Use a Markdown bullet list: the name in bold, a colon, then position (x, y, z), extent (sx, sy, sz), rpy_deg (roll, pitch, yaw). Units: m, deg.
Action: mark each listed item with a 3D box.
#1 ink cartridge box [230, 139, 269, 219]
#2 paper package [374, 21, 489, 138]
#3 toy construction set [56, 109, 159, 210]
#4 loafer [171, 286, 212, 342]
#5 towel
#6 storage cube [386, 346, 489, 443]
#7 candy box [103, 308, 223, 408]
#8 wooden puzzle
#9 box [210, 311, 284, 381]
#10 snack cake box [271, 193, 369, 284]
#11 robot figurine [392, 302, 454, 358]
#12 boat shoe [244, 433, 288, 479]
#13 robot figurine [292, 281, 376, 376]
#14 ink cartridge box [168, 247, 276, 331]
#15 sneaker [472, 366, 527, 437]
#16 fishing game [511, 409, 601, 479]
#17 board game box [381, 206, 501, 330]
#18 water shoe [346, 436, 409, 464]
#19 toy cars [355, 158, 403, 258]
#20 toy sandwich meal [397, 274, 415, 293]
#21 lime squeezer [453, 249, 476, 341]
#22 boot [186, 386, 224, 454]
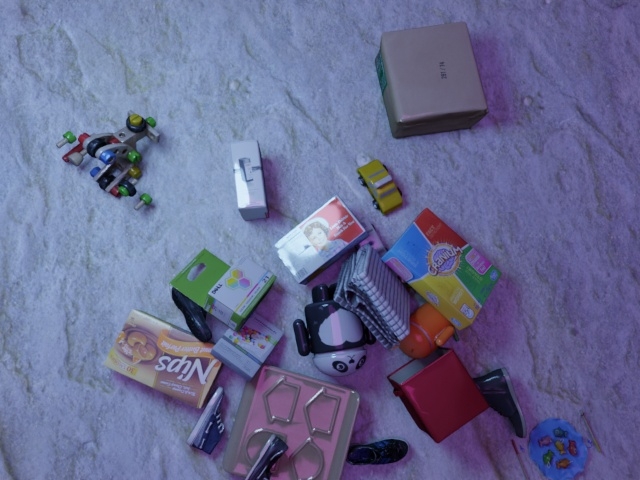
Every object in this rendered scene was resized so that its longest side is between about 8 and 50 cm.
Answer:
- **ink cartridge box**: position (-0.223, -0.189, 1.478), extent (0.092, 0.158, 0.217), rpy_deg (-6, 80, -4)
- **paper package**: position (0.364, -0.534, 1.571), extent (0.310, 0.168, 0.324), rpy_deg (-9, 81, -5)
- **toy construction set**: position (-0.645, -0.299, 1.476), extent (0.309, 0.257, 0.237), rpy_deg (23, 59, 24)
- **loafer**: position (-0.377, 0.212, 1.407), extent (0.078, 0.076, 0.223), rpy_deg (-17, 50, -34)
- **towel**: position (0.157, 0.160, 1.356), extent (0.121, 0.283, 0.235), rpy_deg (-35, 101, 19)
- **storage cube**: position (0.339, 0.448, 1.381), extent (0.215, 0.183, 0.193), rpy_deg (-32, 84, -9)
- **candy box**: position (-0.456, 0.353, 1.400), extent (0.317, 0.087, 0.182), rpy_deg (24, 78, 0)
- **wooden puzzle**: position (-0.084, 0.564, 1.393), extent (0.348, 0.080, 0.322), rpy_deg (15, 79, 5)
- **box**: position (-0.217, 0.309, 1.399), extent (0.145, 0.038, 0.186), rpy_deg (35, 44, 4)
- **snack cake box**: position (0.000, 0.000, 1.455), extent (0.264, 0.089, 0.152), rpy_deg (-38, 75, 5)
- **robot figurine**: position (0.318, 0.276, 1.424), extent (0.219, 0.128, 0.158), rpy_deg (-33, 58, -30)
- **boat shoe**: position (-0.162, 0.651, 1.300), extent (0.065, 0.075, 0.206), rpy_deg (29, 77, 10)
- **robot figurine**: position (0.046, 0.267, 1.400), extent (0.209, 0.173, 0.278), rpy_deg (-13, 79, 20)
- **ink cartridge box**: position (-0.295, 0.123, 1.408), extent (0.255, 0.097, 0.188), rpy_deg (34, 47, 2)
- **sneaker**: position (0.554, 0.513, 1.445), extent (0.118, 0.083, 0.222), rpy_deg (-19, 88, 12)
- **fishing game**: position (0.739, 0.651, 1.439), extent (0.264, 0.041, 0.189), rpy_deg (-16, 78, -6)
- **board game box**: position (0.375, 0.080, 1.427), extent (0.316, 0.064, 0.242), rpy_deg (42, 55, 4)
- **water shoe**: position (0.173, 0.641, 1.387), extent (0.203, 0.080, 0.072), rpy_deg (-7, 81, -5)
- **toy cars**: position (0.179, -0.085, 1.518), extent (0.177, 0.087, 0.393), rpy_deg (12, 79, -1)
- **toy sandwich meal**: position (0.285, 0.132, 1.513), extent (0.086, 0.029, 0.085), rpy_deg (1, 80, -3)
- **lime squeezer**: position (0.427, 0.164, 1.513), extent (0.110, 0.059, 0.310), rpy_deg (21, 76, -30)
- **boot**: position (-0.318, 0.538, 1.392), extent (0.086, 0.069, 0.190), rpy_deg (29, 87, -5)
